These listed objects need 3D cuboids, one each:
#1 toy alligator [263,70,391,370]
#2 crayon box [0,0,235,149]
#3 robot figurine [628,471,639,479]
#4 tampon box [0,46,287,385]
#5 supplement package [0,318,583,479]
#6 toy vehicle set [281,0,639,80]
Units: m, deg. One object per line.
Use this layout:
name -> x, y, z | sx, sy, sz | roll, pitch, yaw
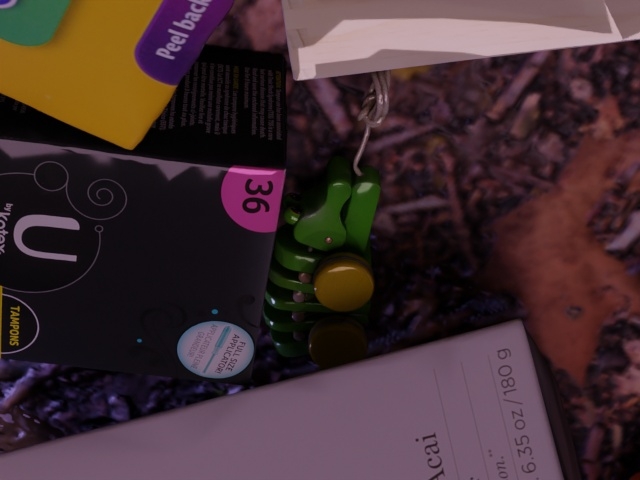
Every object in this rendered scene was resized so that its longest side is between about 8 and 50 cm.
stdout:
toy alligator -> 0.000, 0.000, 0.687 | 0.051, 0.056, 0.190 | 2, 125, -3
crayon box -> -0.126, -0.211, 0.418 | 0.313, 0.106, 0.363 | 25, 145, -14
robot figurine -> 0.248, 0.166, 0.766 | 0.219, 0.158, 0.128 | -21, 141, 13
tampon box -> -0.101, -0.018, 0.645 | 0.161, 0.101, 0.120 | 6, 125, -6
supplement package -> -0.014, 0.170, 0.694 | 0.293, 0.177, 0.175 | -16, 163, 10
toy vehicle set -> 0.130, -0.099, 0.542 | 0.267, 0.166, 0.035 | -6, 100, 9
